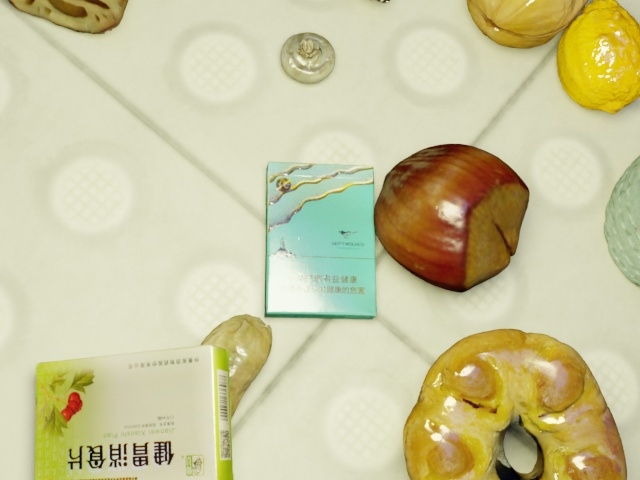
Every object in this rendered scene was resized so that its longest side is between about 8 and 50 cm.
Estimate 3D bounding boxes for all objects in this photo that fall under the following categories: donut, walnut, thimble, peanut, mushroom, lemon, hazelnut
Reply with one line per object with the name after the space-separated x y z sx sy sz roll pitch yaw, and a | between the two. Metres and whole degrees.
0.256 0.279 1.224 0.299 0.150 0.317 20 88 2 | donut
0.328 -0.407 1.417 0.193 0.193 0.225 40 82 3 | walnut
0.545 -0.040 1.366 0.205 0.172 0.250 0 77 -7 | thimble
-0.142 0.192 1.251 0.099 0.099 0.214 31 79 0 | peanut
-0.018 -0.284 1.392 0.085 0.079 0.085 2 72 -7 | mushroom
0.440 -0.288 1.428 0.142 0.142 0.187 -6 88 -10 | lemon
0.186 -0.038 1.323 0.212 0.181 0.181 -51 118 -17 | hazelnut

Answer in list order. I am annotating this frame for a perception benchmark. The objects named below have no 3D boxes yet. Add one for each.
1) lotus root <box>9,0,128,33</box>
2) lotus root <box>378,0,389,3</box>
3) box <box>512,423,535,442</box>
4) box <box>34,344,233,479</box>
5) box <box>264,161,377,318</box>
-0.355 -0.427 1.334 0.199 0.188 0.180 20 60 -1 | lotus root
0.068 -0.492 1.436 0.145 0.128 0.260 -7 78 -20 | lotus root
0.281 0.218 1.327 0.154 0.040 0.084 36 74 3 | box
-0.243 0.235 1.181 0.261 0.062 0.175 -7 76 16 | box
0.000 -0.001 1.341 0.162 0.041 0.229 1 76 -9 | box
